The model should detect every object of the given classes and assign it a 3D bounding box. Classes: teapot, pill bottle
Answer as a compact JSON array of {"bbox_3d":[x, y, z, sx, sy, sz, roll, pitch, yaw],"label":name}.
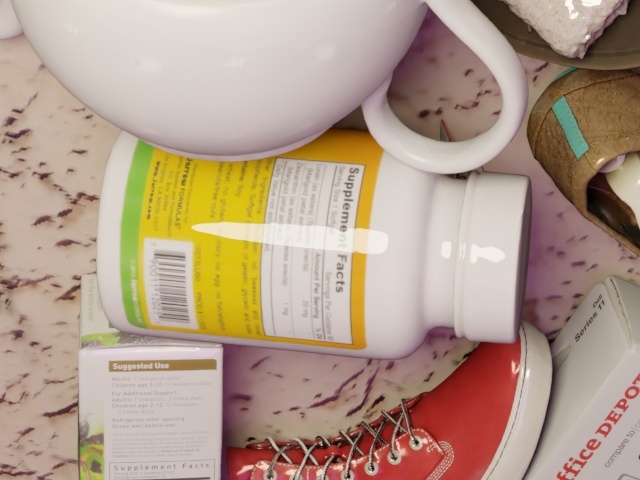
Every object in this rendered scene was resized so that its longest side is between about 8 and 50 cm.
[{"bbox_3d":[-0.049,-0.132,1.090,0.252,0.256,0.187,-18,141,-15],"label":"teapot"},{"bbox_3d":[0.000,0.000,1.181,0.245,0.136,0.136,5,121,10],"label":"pill bottle"}]

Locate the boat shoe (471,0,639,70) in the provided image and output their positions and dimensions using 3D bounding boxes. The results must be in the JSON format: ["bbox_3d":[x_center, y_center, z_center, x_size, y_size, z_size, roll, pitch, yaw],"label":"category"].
[{"bbox_3d":[0.232,-0.154,1.149,0.307,0.104,0.111,0,90,26],"label":"boat shoe"}]

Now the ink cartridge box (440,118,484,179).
[{"bbox_3d":[0.098,-0.016,1.262,0.029,0.063,0.115,-7,120,-4],"label":"ink cartridge box"}]

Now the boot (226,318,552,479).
[{"bbox_3d":[0.037,0.137,1.334,0.176,0.088,0.244,20,119,-16],"label":"boot"}]

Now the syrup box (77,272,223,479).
[{"bbox_3d":[-0.114,0.143,1.310,0.096,0.093,0.237,-2,120,-6],"label":"syrup box"}]

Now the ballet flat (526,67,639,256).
[{"bbox_3d":[0.275,0.010,1.264,0.342,0.124,0.116,35,115,-24],"label":"ballet flat"}]

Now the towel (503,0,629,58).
[{"bbox_3d":[0.168,-0.259,1.084,0.187,0.049,0.282,46,109,12],"label":"towel"}]

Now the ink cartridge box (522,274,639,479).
[{"bbox_3d":[0.249,0.135,1.352,0.208,0.087,0.153,22,119,-18],"label":"ink cartridge box"}]
